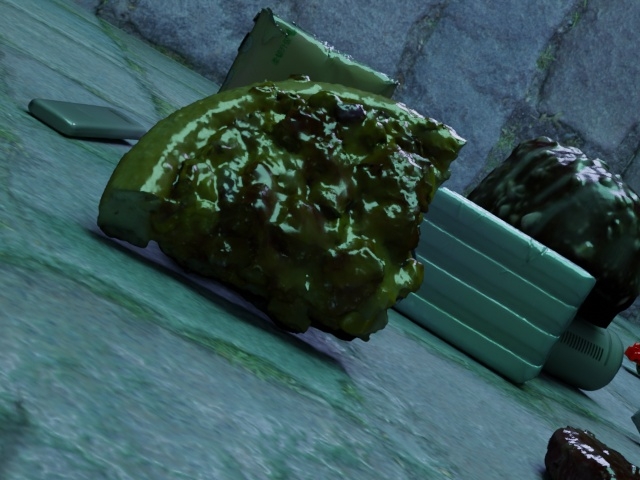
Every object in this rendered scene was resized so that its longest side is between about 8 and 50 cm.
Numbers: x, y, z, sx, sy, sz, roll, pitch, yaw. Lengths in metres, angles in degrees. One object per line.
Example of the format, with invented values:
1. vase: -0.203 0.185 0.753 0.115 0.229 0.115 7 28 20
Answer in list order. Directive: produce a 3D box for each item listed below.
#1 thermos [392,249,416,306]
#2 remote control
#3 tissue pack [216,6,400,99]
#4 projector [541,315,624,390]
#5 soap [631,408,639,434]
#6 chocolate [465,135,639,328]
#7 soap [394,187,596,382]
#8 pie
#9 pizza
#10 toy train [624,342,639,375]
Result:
1. thermos: -0.005 0.007 1.443 0.136 0.109 0.330 25 3 32
2. remote control: -0.291 -0.148 1.690 0.067 0.029 0.261 33 9 9
3. tissue pack: -0.050 -0.150 1.762 0.215 0.256 0.123 28 11 -12
4. projector: 0.304 0.124 1.959 0.337 0.108 0.108 26 9 -35
5. soap: 0.631 0.248 1.865 0.302 0.258 0.159 28 7 -30
6. chocolate: 0.366 -0.032 2.007 0.225 0.210 0.340 29 8 -31
7. soap: 0.197 0.048 1.772 0.289 0.173 0.095 31 6 6
8. pie: 0.314 0.259 1.301 0.219 0.054 0.204 33 7 -3
9. pizza: -0.016 -0.037 1.274 0.409 0.114 0.277 -6 64 -28
10. toy train: 0.740 0.256 2.755 0.204 0.131 0.083 31 8 1
